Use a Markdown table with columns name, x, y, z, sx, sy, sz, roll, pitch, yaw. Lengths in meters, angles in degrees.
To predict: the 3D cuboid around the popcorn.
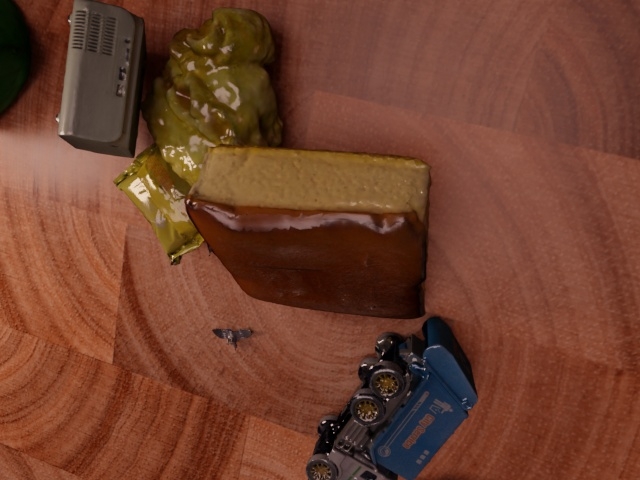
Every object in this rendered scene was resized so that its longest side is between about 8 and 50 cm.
| name | x | y | z | sx | sy | sz | roll | pitch | yaw |
| --- | --- | --- | --- | --- | --- | --- | --- | --- | --- |
| popcorn | -0.183 | -0.227 | 0.853 | 0.226 | 0.174 | 0.285 | 6 | 107 | 19 |

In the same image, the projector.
| name | x | y | z | sx | sy | sz | roll | pitch | yaw |
| --- | --- | --- | --- | --- | --- | --- | --- | --- | --- |
| projector | -0.348 | -0.246 | 0.834 | 0.108 | 0.250 | 0.198 | 8 | 93 | -18 |

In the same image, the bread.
| name | x | y | z | sx | sy | sz | roll | pitch | yaw |
| --- | --- | --- | --- | --- | --- | --- | --- | --- | --- |
| bread | 0.000 | 0.000 | 0.789 | 0.334 | 0.323 | 0.143 | 6 | 63 | 15 |

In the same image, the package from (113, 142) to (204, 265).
| name | x | y | z | sx | sy | sz | roll | pitch | yaw |
| --- | --- | --- | --- | --- | --- | --- | --- | --- | --- |
| package | -0.274 | -0.079 | 0.956 | 0.168 | 0.090 | 0.226 | -37 | 88 | 17 |

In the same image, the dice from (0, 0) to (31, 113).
| name | x | y | z | sx | sy | sz | roll | pitch | yaw |
| --- | --- | --- | --- | --- | --- | --- | --- | --- | --- |
| dice | -0.739 | -0.364 | 0.912 | 0.287 | 0.297 | 0.300 | -39 | 90 | 24 |

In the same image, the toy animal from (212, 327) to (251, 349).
| name | x | y | z | sx | sy | sz | roll | pitch | yaw |
| --- | --- | --- | --- | --- | --- | --- | --- | --- | --- |
| toy animal | -0.175 | 0.196 | 1.026 | 0.084 | 0.028 | 0.050 | 1 | 95 | 17 |

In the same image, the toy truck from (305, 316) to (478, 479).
| name | x | y | z | sx | sy | sz | roll | pitch | yaw |
| --- | --- | --- | --- | --- | --- | --- | --- | --- | --- |
| toy truck | 0.120 | 0.306 | 0.909 | 0.175 | 0.146 | 0.367 | 33 | 109 | 2 |
